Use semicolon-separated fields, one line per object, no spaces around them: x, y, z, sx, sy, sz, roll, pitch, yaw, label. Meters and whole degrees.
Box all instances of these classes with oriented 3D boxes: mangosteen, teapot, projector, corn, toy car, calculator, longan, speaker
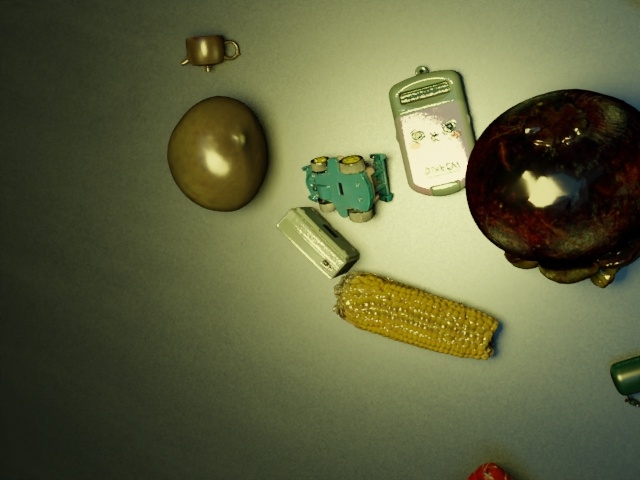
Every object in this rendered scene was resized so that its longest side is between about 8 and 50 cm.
0.398;-0.090;1.294;0.330;0.330;0.330;1;94;16;mangosteen
-0.219;-0.370;1.560;0.121;0.076;0.068;-8;103;-13;teapot
0.000;0.000;1.497;0.147;0.115;0.061;45;102;9;projector
0.172;0.143;1.463;0.318;0.115;0.115;17;98;15;corn
0.052;-0.111;1.501;0.161;0.098;0.126;12;123;44;toy car
0.210;-0.204;1.459;0.141;0.045;0.246;-11;90;16;calculator
-0.196;-0.164;1.506;0.196;0.196;0.220;-3;101;16;longan
0.557;0.253;1.381;0.075;0.060;0.094;-21;88;18;speaker

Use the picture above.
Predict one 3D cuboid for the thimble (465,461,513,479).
0.292;0.503;1.423;0.125;0.163;0.189;42;118;9;thimble
